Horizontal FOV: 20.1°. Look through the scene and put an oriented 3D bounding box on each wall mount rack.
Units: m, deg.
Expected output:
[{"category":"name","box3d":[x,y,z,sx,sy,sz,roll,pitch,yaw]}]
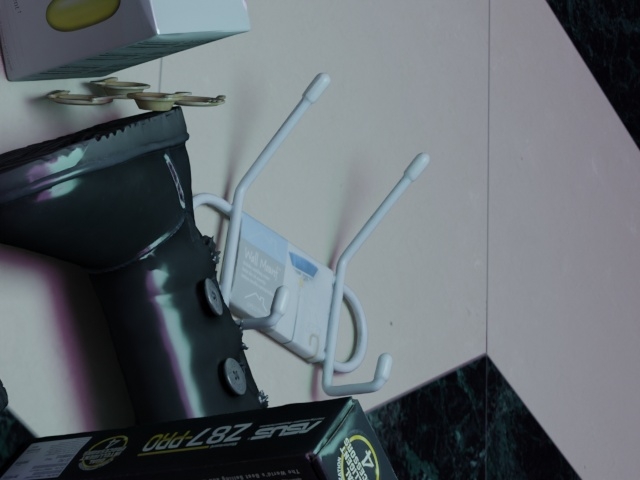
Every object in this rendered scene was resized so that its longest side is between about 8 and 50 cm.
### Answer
[{"category":"wall mount rack","box3d":[0.000,0.000,2.047,0.350,0.130,0.304,35,54,-44]}]

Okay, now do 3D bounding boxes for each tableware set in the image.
[{"category":"tableware set","box3d":[-0.184,-0.147,1.820,0.141,0.168,0.020,-21,115,-67]}]

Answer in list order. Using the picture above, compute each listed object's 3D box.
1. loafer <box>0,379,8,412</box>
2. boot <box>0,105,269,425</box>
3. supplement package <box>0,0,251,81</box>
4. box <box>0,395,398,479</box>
[{"category":"loafer","box3d":[-0.361,0.092,1.591,0.078,0.076,0.223,-48,130,-13]},{"category":"boot","box3d":[-0.175,0.112,1.746,0.367,0.146,0.445,-27,106,-63]},{"category":"supplement package","box3d":[-0.207,-0.274,1.779,0.149,0.203,0.194,-12,90,-54]},{"category":"box","box3d":[-0.077,0.310,1.633,0.097,0.395,0.318,-51,122,-47]}]
